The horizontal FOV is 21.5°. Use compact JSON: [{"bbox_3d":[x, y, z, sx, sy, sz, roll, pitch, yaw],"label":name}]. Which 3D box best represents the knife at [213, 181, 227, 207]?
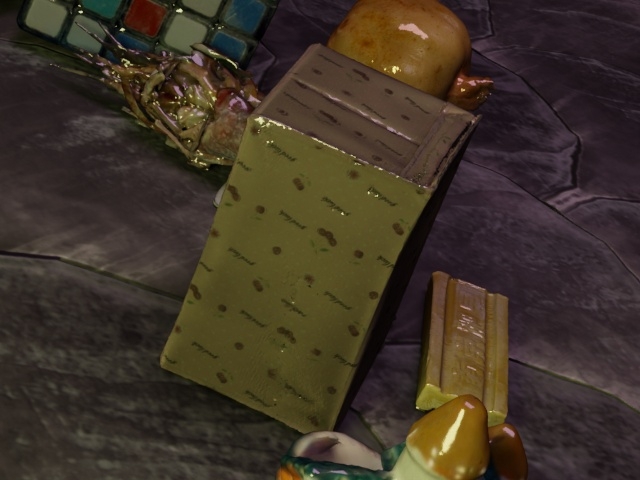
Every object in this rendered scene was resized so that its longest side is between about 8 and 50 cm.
[{"bbox_3d":[-0.014,-0.086,2.029,0.336,0.043,0.081,-12,39,-45],"label":"knife"}]

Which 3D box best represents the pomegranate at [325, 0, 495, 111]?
[{"bbox_3d":[0.101,-0.230,2.213,0.207,0.207,0.207,18,29,-10],"label":"pomegranate"}]

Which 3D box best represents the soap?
[{"bbox_3d":[0.154,0.115,1.813,0.092,0.037,0.252,22,28,-5],"label":"soap"}]

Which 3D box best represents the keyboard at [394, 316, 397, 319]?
[{"bbox_3d":[0.037,0.018,1.907,0.072,0.023,0.231,21,28,-21],"label":"keyboard"}]

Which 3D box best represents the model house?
[{"bbox_3d":[0.054,0.203,1.328,0.271,0.301,0.190,13,37,-20],"label":"model house"}]

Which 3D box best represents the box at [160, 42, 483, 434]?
[{"bbox_3d":[0.000,0.000,1.626,0.190,0.297,0.225,24,28,6],"label":"box"}]

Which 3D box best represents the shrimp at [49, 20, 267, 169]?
[{"bbox_3d":[-0.159,-0.163,1.965,0.343,0.116,0.145,26,26,9],"label":"shrimp"}]

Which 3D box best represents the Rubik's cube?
[{"bbox_3d":[-0.181,-0.379,2.118,0.287,0.293,0.292,23,29,-10],"label":"Rubik's cube"}]
